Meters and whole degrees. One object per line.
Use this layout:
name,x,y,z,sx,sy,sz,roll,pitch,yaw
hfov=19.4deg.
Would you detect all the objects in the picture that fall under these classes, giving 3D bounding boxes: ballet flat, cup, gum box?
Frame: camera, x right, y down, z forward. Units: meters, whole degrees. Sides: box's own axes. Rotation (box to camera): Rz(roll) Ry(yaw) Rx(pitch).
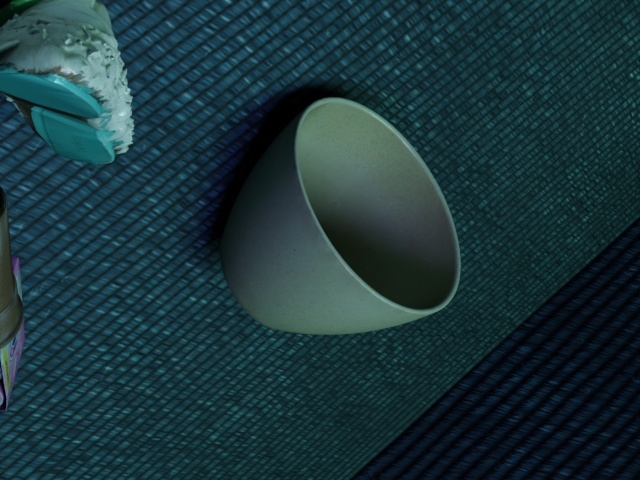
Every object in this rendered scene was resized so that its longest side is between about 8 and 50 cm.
ballet flat,-0.259,-0.180,1.899,0.147,0.147,0.409,-46,176,-8
cup,0.000,0.000,2.606,0.237,0.331,0.331,-32,169,34
gum box,-0.398,0.112,2.250,0.188,0.062,0.107,97,1,-53

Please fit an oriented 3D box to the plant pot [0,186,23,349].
plant pot,-0.406,0.019,2.049,0.167,0.167,0.165,-30,143,-39

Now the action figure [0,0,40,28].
action figure,-0.361,-0.182,1.917,0.232,0.063,0.137,-41,158,-29
